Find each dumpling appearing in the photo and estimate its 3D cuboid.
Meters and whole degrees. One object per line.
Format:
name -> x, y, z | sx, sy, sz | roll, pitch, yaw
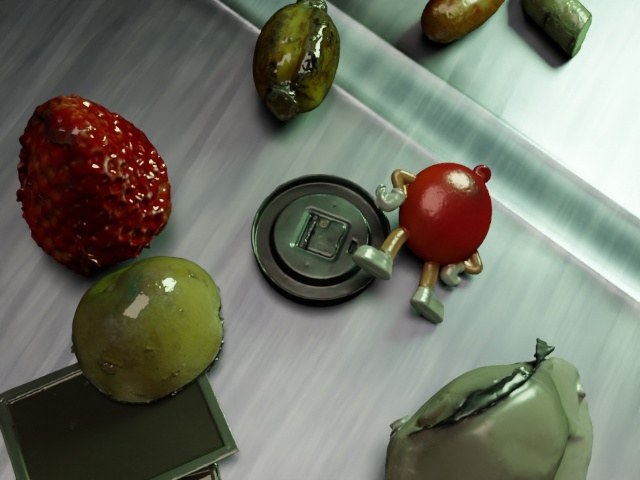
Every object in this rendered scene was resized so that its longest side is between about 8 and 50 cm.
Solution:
dumpling -> 0.215, 0.241, 1.072 | 0.293, 0.163, 0.204 | -19, 64, -24

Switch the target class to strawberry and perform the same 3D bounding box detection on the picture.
strawberry -> -0.291, -0.082, 1.138 | 0.205, 0.244, 0.205 | 0, 67, 0

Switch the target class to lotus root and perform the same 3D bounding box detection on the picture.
lotus root -> -0.032, -0.261, 1.306 | 0.120, 0.120, 0.209 | 13, 65, 3

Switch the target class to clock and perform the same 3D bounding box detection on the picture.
clock -> 0.000, 0.000, 1.228 | 0.185, 0.040, 0.184 | 1, 66, -2

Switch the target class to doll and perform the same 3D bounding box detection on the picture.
doll -> 0.146, -0.022, 1.213 | 0.183, 0.085, 0.217 | 38, 72, -20

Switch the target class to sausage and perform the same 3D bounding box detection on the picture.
sausage -> 0.250, -0.412, 1.406 | 0.103, 0.076, 0.302 | 22, 65, 15

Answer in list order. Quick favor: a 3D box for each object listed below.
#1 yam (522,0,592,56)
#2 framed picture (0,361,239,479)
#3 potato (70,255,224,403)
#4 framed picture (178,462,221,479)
yam -> 0.349, -0.346, 1.386 | 0.070, 0.069, 0.146 | -34, 74, -16
framed picture -> -0.249, 0.224, 1.118 | 0.252, 0.014, 0.197 | -22, 62, -12
potato -> -0.214, 0.086, 1.128 | 0.202, 0.117, 0.182 | -36, 61, -18
framed picture -> -0.188, 0.414, 1.047 | 0.213, 0.016, 0.289 | -13, 67, -9
